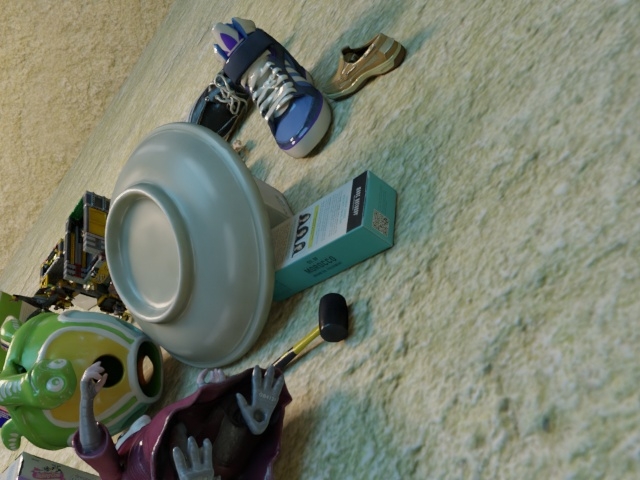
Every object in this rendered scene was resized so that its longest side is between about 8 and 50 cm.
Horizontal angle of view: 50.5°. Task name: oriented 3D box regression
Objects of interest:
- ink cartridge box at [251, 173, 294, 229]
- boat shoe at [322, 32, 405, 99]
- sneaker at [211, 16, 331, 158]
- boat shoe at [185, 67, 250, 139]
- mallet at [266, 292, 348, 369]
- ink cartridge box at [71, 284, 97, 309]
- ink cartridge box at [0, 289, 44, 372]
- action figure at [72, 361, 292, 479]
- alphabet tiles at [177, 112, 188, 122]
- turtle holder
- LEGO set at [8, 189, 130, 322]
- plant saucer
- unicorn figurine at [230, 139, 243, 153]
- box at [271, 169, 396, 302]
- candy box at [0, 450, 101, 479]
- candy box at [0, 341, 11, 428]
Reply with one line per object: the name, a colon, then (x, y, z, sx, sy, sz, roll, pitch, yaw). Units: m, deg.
ink cartridge box: (-0.142, -0.005, 1.184, 0.190, 0.082, 0.139, -52, 28, 12)
boat shoe: (0.059, -0.313, 1.192, 0.190, 0.072, 0.068, -23, 44, 46)
sneaker: (-0.115, -0.303, 1.275, 0.130, 0.236, 0.322, -44, 31, 22)
boat shoe: (-0.215, -0.342, 1.596, 0.306, 0.113, 0.105, -57, 13, -19)
mallet: (-0.028, 0.150, 0.911, 0.189, 0.039, 0.062, -48, 27, 24)
ink cartridge box: (-0.593, 0.083, 1.798, 0.104, 0.060, 0.180, -28, 40, 42)
ink cartridge box: (-0.601, 0.245, 1.415, 0.097, 0.255, 0.188, -29, 46, 20)
action figure: (-0.182, 0.287, 0.893, 0.370, 0.248, 0.275, -32, 63, 44)
alphabet tiles: (-0.438, -0.249, 1.934, 0.284, 0.021, 0.278, -29, 40, 40)
turtle holder: (-0.406, 0.217, 1.142, 0.227, 0.320, 0.243, -7, 54, 7)
LEGO set: (-0.441, 0.073, 1.387, 0.331, 0.255, 0.192, -39, 43, 22)
plant saucer: (-0.241, 0.016, 1.065, 0.400, 0.101, 0.400, 9, 104, 42)
unicorn figurine: (-0.229, -0.165, 1.508, 0.162, 0.060, 0.111, -33, 33, 9)
box: (0.000, 0.000, 0.985, 0.244, 0.060, 0.100, -29, 40, 40)
candy box: (-0.485, 0.460, 1.155, 0.196, 0.165, 0.070, -44, 33, 23)
candy box: (-0.941, 0.351, 1.846, 0.122, 0.268, 0.317, -56, 29, -5)
